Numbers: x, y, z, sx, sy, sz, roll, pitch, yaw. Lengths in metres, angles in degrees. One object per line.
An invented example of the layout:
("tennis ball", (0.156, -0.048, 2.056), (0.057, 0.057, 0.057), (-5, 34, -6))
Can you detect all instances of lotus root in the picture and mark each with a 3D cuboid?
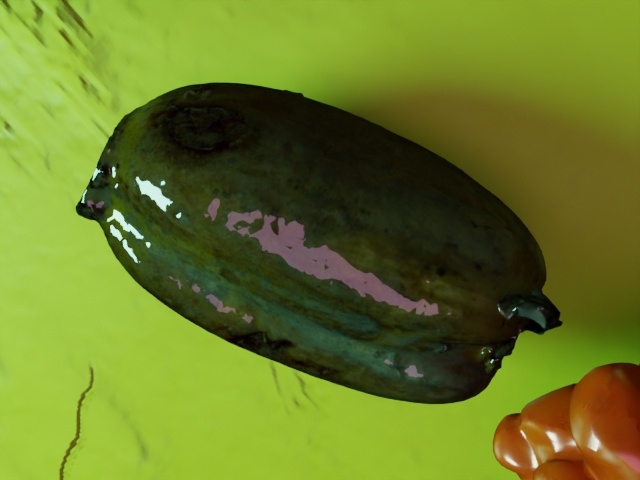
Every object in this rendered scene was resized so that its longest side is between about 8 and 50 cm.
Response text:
("lotus root", (0.000, 0.000, 0.535), (0.241, 0.123, 0.124), (25, 121, 4))

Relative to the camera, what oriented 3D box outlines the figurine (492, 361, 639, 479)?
("figurine", (0.173, 0.244, 0.540), (0.306, 0.241, 0.412), (44, 124, 19))
